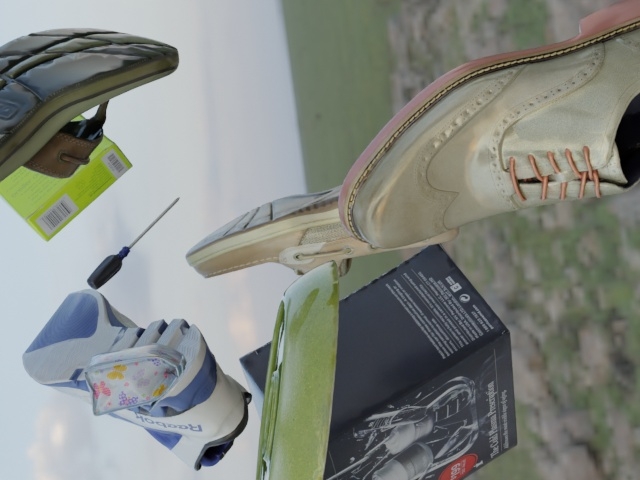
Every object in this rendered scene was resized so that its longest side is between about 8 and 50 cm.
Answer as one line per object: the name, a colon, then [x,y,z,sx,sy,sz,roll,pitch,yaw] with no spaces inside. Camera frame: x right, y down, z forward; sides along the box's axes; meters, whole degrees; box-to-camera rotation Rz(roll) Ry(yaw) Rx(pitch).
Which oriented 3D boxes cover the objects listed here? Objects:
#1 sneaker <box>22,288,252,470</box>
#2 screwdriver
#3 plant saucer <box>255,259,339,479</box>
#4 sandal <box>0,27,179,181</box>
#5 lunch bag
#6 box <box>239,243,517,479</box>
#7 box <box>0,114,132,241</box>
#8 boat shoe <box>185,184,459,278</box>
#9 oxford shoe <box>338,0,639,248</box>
sneaker: [-0.185,0.168,1.747,0.315,0.127,0.182,12,149,50]
screwdriver: [-0.238,-0.001,2.041,0.024,0.170,0.025,19,151,44]
plant saucer: [-0.021,0.132,1.182,0.241,0.037,0.241,-173,90,-86]
sandal: [-0.234,-0.082,1.239,0.303,0.120,0.086,-40,-43,-35]
lunch bag: [-0.158,0.119,1.384,0.071,0.083,0.053,-116,12,-82]
box: [0.089,0.224,2.167,0.179,0.312,0.343,54,168,32]
box: [-0.266,-0.083,1.494,0.178,0.109,0.042,40,168,43]
boat shoe: [0.000,0.000,1.734,0.109,0.302,0.098,-62,-46,-71]
oxford shoe: [0.205,-0.093,1.466,0.140,0.397,0.146,60,180,-43]
